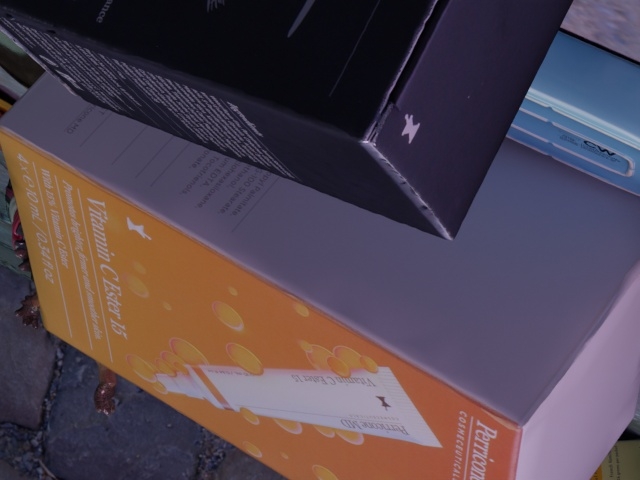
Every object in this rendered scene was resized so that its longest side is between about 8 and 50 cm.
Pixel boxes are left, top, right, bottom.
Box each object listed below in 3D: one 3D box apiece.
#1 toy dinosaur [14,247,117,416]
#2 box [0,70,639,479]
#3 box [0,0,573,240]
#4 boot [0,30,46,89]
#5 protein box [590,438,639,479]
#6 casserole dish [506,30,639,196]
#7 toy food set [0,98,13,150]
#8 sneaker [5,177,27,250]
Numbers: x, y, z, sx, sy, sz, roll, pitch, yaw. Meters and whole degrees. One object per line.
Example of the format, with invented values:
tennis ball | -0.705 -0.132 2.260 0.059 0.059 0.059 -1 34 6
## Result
toy dinosaur | -0.172 0.023 1.809 0.200 0.295 0.127 -34 132 28
box | 0.007 0.020 1.134 0.345 0.168 0.215 29 150 20
box | -0.013 -0.113 0.804 0.207 0.153 0.108 23 170 28
boot | -0.224 -0.175 1.223 0.248 0.090 0.207 28 175 27
protein box | 0.210 0.274 1.997 0.201 0.136 0.200 -3 175 -12
casserole dish | 0.125 -0.069 0.999 0.188 0.037 0.114 25 170 12
toy food set | -0.360 -0.109 1.901 0.218 0.071 0.128 17 167 5
sneaker | -0.204 0.002 2.090 0.299 0.121 0.112 32 -160 -37
